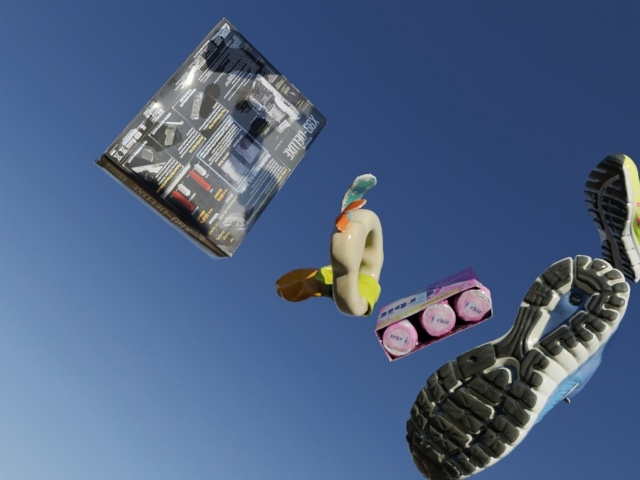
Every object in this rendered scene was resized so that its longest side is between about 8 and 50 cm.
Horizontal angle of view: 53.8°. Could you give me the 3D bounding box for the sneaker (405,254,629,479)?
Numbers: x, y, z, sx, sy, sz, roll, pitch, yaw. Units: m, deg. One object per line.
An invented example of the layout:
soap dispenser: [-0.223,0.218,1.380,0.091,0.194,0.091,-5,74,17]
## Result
sneaker: [0.248,0.175,0.762,0.129,0.330,0.147,49,2,43]

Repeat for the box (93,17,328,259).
box: [-0.162,-0.161,1.010,0.242,0.307,0.077,41,-24,-21]

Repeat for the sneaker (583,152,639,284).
sneaker: [0.445,-0.042,0.899,0.208,0.094,0.081,65,-9,-32]

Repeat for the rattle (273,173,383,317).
rattle: [0.000,0.000,0.713,0.143,0.130,0.199,23,-17,27]

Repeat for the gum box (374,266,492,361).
gum box: [0.188,0.117,1.033,0.189,0.107,0.062,-27,-83,14]
